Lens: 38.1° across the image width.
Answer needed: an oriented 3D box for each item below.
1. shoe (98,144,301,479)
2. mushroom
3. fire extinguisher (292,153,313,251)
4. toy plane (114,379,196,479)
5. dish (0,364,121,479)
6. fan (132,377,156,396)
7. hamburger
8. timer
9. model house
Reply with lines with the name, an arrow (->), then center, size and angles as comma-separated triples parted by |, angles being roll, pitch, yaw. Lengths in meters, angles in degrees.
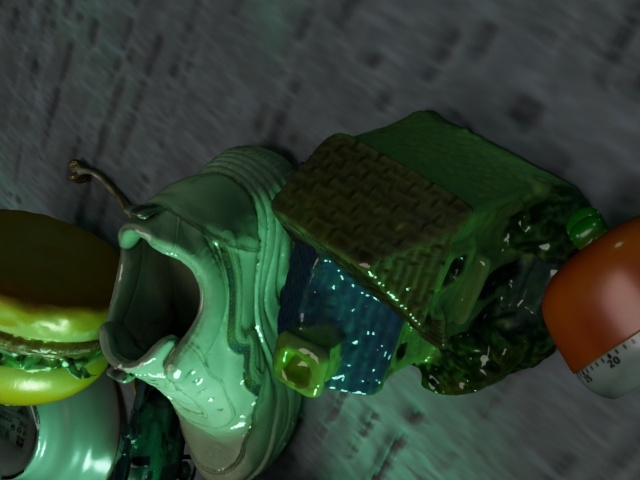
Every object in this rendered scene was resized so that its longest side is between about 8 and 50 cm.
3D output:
shoe -> -0.119, 0.095, 0.842 | 0.132, 0.211, 0.341 | 15, 113, 29
mushroom -> -0.192, -0.002, 1.017 | 0.286, 0.026, 0.028 | 42, 142, 23
fire extinguisher -> 0.000, 0.000, 0.826 | 0.062, 0.050, 0.177 | 23, 118, 56
toy plane -> -0.171, 0.225, 0.920 | 0.060, 0.096, 0.235 | -6, 53, 20
dish -> -0.372, 0.216, 1.150 | 0.260, 0.085, 0.260 | 1, 93, 30
fan -> -0.156, 0.134, 1.005 | 0.082, 0.039, 0.155 | 39, 126, 26
hamburger -> -0.322, 0.082, 1.005 | 0.246, 0.246, 0.169 | 35, 110, 30
timer -> 0.207, 0.032, 0.625 | 0.136, 0.099, 0.136 | -2, 86, 37
model house -> 0.059, 0.035, 0.693 | 0.195, 0.189, 0.214 | 38, 123, 30
